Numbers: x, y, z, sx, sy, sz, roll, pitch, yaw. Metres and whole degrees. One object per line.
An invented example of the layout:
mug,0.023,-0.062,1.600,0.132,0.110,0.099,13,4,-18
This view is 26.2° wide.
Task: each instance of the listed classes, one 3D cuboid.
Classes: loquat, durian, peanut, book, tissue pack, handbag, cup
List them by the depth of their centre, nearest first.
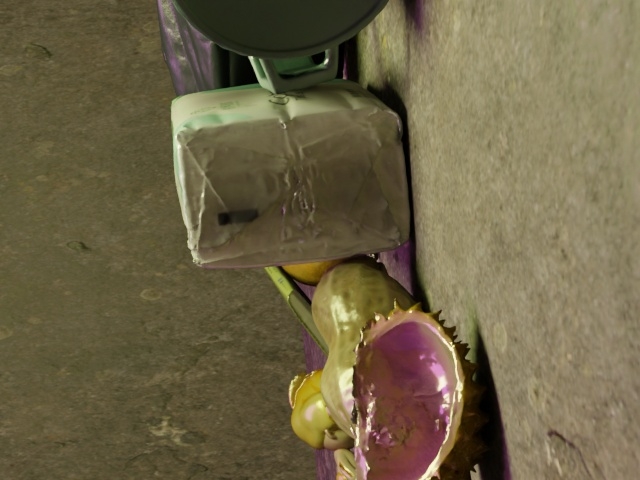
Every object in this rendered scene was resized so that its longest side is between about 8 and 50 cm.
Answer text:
durian,0.087,0.168,1.244,0.182,0.132,0.165,-84,5,-50
peanut,0.061,0.125,1.513,0.290,0.130,0.130,-99,5,-50
cup,-0.047,-0.363,1.519,0.401,0.310,0.392,45,-167,-31
tissue pack,-0.046,-0.094,1.701,0.356,0.266,0.194,-120,24,-77
handbag,-0.103,-0.300,1.964,0.302,0.177,0.275,-37,-41,-44
loquat,0.000,0.000,2.087,0.141,0.141,0.141,174,90,-85
book,-0.024,0.112,2.170,0.239,0.035,0.352,53,179,-23

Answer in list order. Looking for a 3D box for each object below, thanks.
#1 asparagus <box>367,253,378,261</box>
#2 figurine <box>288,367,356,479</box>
asparagus,0.057,-0.043,1.988,0.023,0.022,0.233,45,-161,-33
figurine,0.027,0.327,2.297,0.156,0.131,0.246,52,-162,-70
